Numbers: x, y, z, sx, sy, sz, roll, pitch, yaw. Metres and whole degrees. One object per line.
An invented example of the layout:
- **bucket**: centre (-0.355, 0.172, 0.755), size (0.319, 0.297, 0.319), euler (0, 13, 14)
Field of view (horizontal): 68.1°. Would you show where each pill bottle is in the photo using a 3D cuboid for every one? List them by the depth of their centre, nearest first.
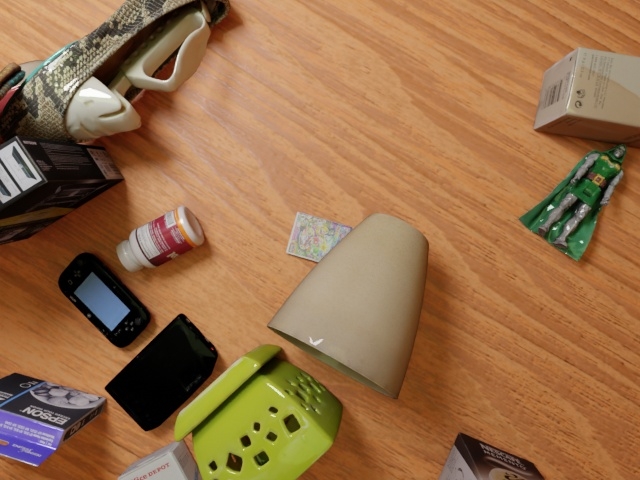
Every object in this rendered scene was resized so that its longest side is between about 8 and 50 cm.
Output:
- **pill bottle**: centre (-0.314, 0.001, 0.929), size (0.151, 0.086, 0.086), euler (-26, 90, 3)

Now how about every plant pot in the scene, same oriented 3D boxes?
- **plant pot**: centre (0.083, 0.098, 0.855), size (0.256, 0.256, 0.274), euler (30, 75, 1)
- **plant pot**: centre (-0.112, 0.325, 0.863), size (0.227, 0.228, 0.207), euler (-43, 82, 2)

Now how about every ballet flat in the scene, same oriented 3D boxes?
- **ballet flat**: centre (-0.345, -0.312, 0.855), size (0.182, 0.164, 0.483), euler (38, 78, 9)

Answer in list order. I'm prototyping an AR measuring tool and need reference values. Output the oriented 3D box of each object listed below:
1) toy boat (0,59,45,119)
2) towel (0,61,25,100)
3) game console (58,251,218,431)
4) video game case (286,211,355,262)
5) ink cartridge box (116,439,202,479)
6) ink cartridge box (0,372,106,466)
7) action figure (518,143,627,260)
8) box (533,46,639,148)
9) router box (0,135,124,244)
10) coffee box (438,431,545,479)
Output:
- **toy boat**: centre (-0.585, -0.242, 0.926), size (0.231, 0.151, 0.151), euler (-35, 120, 3)
- **towel**: centre (-0.633, -0.118, 0.738), size (0.370, 0.272, 0.040), euler (-28, 129, 17)
- **game console**: centre (-0.391, 0.189, 0.956), size (0.213, 0.044, 0.361), euler (-45, 89, 2)
- **video game case**: centre (0.000, 0.000, 0.956), size (0.121, 0.011, 0.087), euler (16, 91, 1)
- **ink cartridge box**: centre (-0.298, 0.507, 0.941), size (0.127, 0.072, 0.175), euler (-28, 90, 2)
- **ink cartridge box**: centre (-0.549, 0.321, 0.880), size (0.206, 0.208, 0.045), euler (16, 94, 1)
- **action figure**: centre (0.513, -0.093, 0.916), size (0.137, 0.063, 0.232), euler (37, 88, 4)
- **box**: centre (0.581, -0.247, 0.868), size (0.310, 0.148, 0.121), euler (11, 92, 3)
- **router box**: centre (-0.516, -0.076, 0.823), size (0.242, 0.309, 0.081), euler (-31, 98, 1)
- **coffee box**: centre (0.324, 0.476, 0.808), size (0.168, 0.297, 0.119), euler (21, 95, 1)
